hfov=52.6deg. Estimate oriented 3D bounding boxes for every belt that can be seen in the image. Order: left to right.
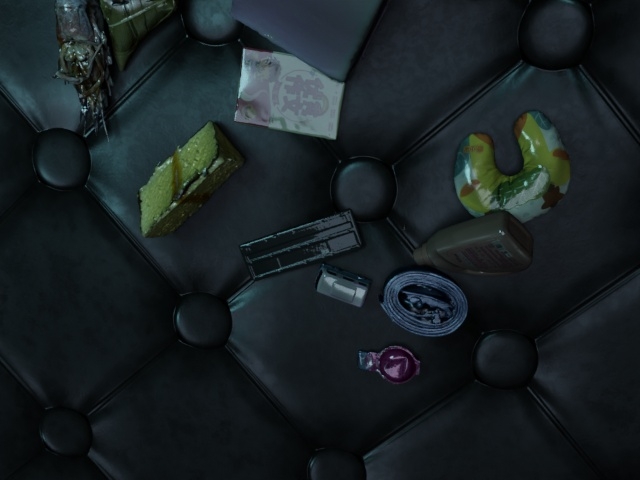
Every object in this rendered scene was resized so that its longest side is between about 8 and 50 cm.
[{"bbox_3d":[0.223,0.130,1.414,0.190,0.082,0.141,20,100,2],"label":"belt"}]

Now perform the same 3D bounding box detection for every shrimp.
[{"bbox_3d":[-0.504,-0.378,1.379,0.116,0.145,0.343,-5,111,-13],"label":"shrimp"}]

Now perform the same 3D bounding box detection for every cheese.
[{"bbox_3d":[0.155,0.284,1.483,0.145,0.038,0.095,5,102,14],"label":"cheese"}]

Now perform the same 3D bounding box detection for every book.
[{"bbox_3d":[-0.065,-0.314,1.386,0.232,0.022,0.162,11,104,6],"label":"book"}]

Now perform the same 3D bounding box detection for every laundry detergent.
[{"bbox_3d":[0.325,0.029,1.360,0.237,0.076,0.171,-21,133,42],"label":"laundry detergent"}]

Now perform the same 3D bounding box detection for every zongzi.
[{"bbox_3d":[-0.361,-0.457,1.385,0.189,0.081,0.178,-7,124,-4],"label":"zongzi"}]

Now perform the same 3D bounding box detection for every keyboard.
[{"bbox_3d":[0.004,-0.004,1.445,0.381,0.041,0.103,-16,101,18],"label":"keyboard"}]

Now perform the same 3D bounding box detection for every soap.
[{"bbox_3d":[-0.011,-0.477,1.213,0.285,0.107,0.296,34,149,-1],"label":"soap"}]

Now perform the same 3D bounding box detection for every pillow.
[{"bbox_3d":[0.393,-0.139,1.334,0.233,0.086,0.214,-19,89,15],"label":"pillow"}]

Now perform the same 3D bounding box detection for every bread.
[{"bbox_3d":[-0.291,-0.125,1.417,0.266,0.142,0.178,-38,54,16],"label":"bread"}]

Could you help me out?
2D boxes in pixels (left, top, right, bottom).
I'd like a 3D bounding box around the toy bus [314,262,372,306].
[{"bbox_3d":[0.047,0.101,1.437,0.123,0.075,0.060,20,105,3],"label":"toy bus"}]
